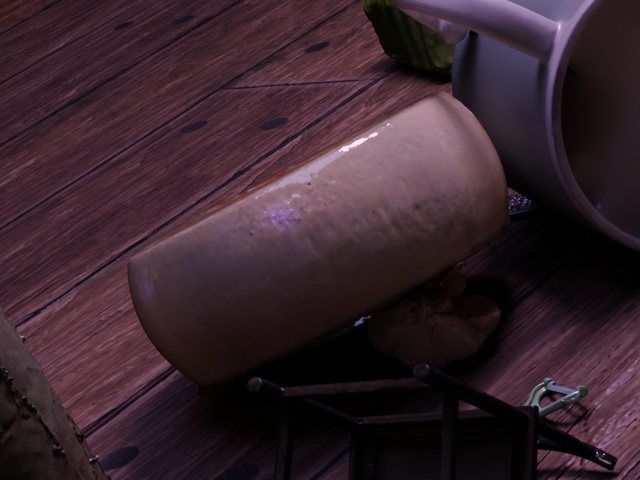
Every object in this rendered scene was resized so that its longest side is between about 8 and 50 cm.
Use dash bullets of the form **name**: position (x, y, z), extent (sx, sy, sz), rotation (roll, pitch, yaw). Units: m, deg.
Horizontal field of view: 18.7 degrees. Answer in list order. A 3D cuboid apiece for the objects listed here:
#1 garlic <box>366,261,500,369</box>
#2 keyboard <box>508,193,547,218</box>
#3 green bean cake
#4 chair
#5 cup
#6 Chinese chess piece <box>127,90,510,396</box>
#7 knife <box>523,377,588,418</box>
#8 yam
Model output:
- **garlic**: position (0.095, 0.070, 1.608), extent (0.113, 0.074, 0.094), rotation (-15, 12, -2)
- **keyboard**: position (0.152, -0.025, 1.890), extent (0.155, 0.010, 0.053), rotation (-14, 20, 18)
- **green bean cake**: position (0.192, -0.300, 2.404), extent (0.248, 0.124, 0.222), rotation (-24, 19, -17)
- **chair**: position (0.074, 0.173, 1.293), extent (0.155, 0.141, 0.260), rotation (-7, -20, 33)
- **cup**: position (0.219, -0.154, 1.701), extent (0.357, 0.259, 0.274), rotation (21, 3, -20)
- **Chinese chess piece**: position (0.000, 0.000, 1.663), extent (0.338, 0.140, 0.338), rotation (-30, 3, 2)
- **knife**: position (0.121, 0.141, 1.460), extent (0.166, 0.022, 0.078), rotation (-21, 2, -16)
- **yam**: position (-0.294, 0.130, 1.530), extent (0.168, 0.304, 0.168), rotation (-23, 27, 12)
